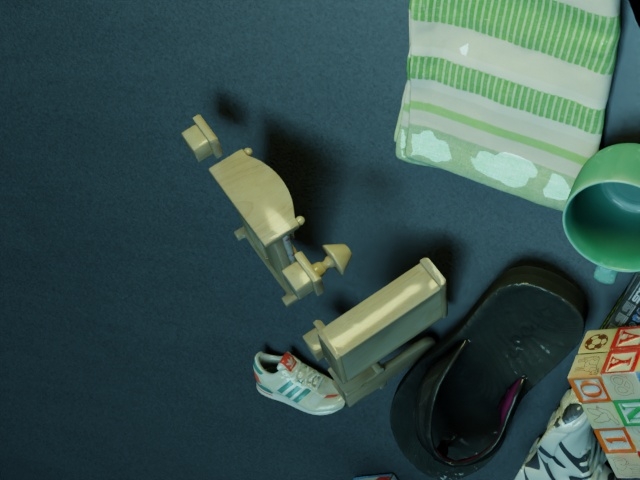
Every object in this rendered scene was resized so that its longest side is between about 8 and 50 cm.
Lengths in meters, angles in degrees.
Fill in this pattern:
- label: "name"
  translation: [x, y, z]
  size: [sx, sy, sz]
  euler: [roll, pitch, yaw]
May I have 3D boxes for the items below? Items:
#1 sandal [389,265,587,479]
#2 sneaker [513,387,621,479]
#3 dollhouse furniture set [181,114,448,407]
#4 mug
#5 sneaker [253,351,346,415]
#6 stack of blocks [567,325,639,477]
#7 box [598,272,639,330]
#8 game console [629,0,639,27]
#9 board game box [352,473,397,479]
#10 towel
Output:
- label: "sandal"
  translation: [0.200, 0.204, 1.787]
  size: [0.168, 0.107, 0.445]
  euler: [25, 136, 1]
- label: "sneaker"
  translation: [0.360, 0.295, 1.781]
  size: [0.153, 0.094, 0.235]
  euler: [29, 137, 9]
- label: "dollhouse furniture set"
  translation: [0.000, 0.000, 1.805]
  size: [0.355, 0.174, 0.303]
  euler: [53, 170, 24]
- label: "mug"
  translation: [0.337, -0.038, 1.505]
  size: [0.129, 0.097, 0.158]
  euler: [41, 137, -11]
- label: "sneaker"
  translation: [-0.033, 0.207, 1.998]
  size: [0.161, 0.057, 0.075]
  euler: [14, 137, 29]
- label: "stack of blocks"
  translation: [0.439, 0.240, 1.621]
  size: [0.171, 0.087, 0.297]
  euler: [-10, 122, 37]
- label: "box"
  translation: [0.435, 0.130, 1.626]
  size: [0.184, 0.045, 0.190]
  euler: [27, 136, 8]
- label: "game console"
  translation: [0.473, -0.238, 1.287]
  size: [0.361, 0.044, 0.213]
  euler: [-1, 124, 36]
- label: "board game box"
  translation: [0.090, 0.571, 2.045]
  size: [0.086, 0.302, 0.308]
  euler: [-15, 115, 42]
- label: "towel"
  translation: [0.205, -0.189, 1.513]
  size: [0.248, 0.038, 0.324]
  euler: [20, 135, 18]
